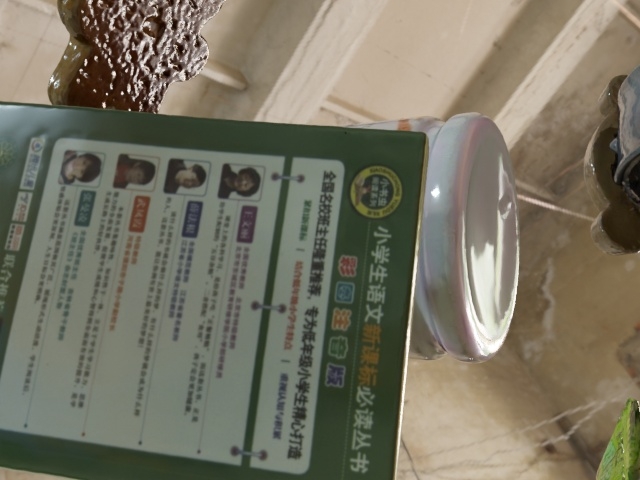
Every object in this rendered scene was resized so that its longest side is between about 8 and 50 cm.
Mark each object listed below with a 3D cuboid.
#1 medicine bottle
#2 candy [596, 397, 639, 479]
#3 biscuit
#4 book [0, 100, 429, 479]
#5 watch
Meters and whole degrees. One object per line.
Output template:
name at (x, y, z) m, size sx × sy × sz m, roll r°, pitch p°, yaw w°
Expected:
medicine bottle at (0.000, 0.000, 0.598) m, size 0.316 × 0.202 × 0.202 m, roll -2°, pitch -24°, yaw 29°
candy at (0.389, 0.343, 0.860) m, size 0.069 × 0.149 × 0.246 m, roll -3°, pitch -70°, yaw 23°
biscuit at (-0.154, -0.209, 0.604) m, size 0.236 × 0.039 × 0.180 m, roll -57°, pitch -24°, yaw 9°
book at (-0.083, 0.028, 0.356) m, size 0.264 × 0.201 × 0.027 m, roll 5°, pitch -14°, yaw 8°
watch at (0.587, -0.136, 0.951) m, size 0.335 × 0.313 × 0.327 m, roll 16°, pitch -21°, yaw -8°
